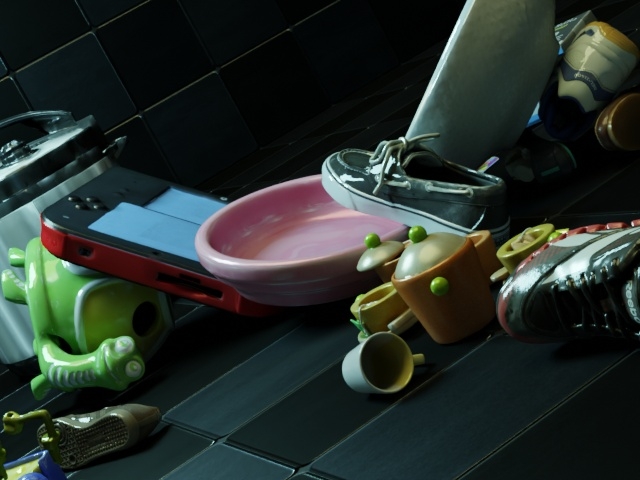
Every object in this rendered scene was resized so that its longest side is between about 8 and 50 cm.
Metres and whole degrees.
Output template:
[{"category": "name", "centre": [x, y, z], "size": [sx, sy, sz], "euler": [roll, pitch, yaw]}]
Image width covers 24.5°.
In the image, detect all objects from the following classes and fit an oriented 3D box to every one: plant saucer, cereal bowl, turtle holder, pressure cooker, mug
[{"category": "plant saucer", "centre": [0.000, 0.000, 1.987], "size": [0.332, 0.084, 0.332], "euler": [-11, 21, 4]}, {"category": "cereal bowl", "centre": [0.230, -0.226, 2.012], "size": [0.339, 0.141, 0.339], "euler": [-156, 90, -89]}, {"category": "turtle holder", "centre": [-0.340, 0.099, 2.196], "size": [0.227, 0.243, 0.320], "euler": [-12, 0, -4]}, {"category": "pressure cooker", "centre": [-0.490, -0.017, 2.629], "size": [0.375, 0.420, 0.370], "euler": [-25, 12, 22]}, {"category": "mug", "centre": [0.060, 0.133, 1.510], "size": [0.064, 0.078, 0.062], "euler": [-28, 39, 61]}]

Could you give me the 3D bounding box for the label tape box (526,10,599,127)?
[{"category": "label tape box", "centre": [0.365, -0.289, 2.541], "size": [0.249, 0.115, 0.348], "euler": [-23, 14, 29]}]

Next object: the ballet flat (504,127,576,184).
[{"category": "ballet flat", "centre": [0.288, -0.111, 2.015], "size": [0.074, 0.074, 0.203], "euler": [-29, 13, -1]}]

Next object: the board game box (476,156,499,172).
[{"category": "board game box", "centre": [0.198, -0.103, 2.303], "size": [0.133, 0.033, 0.168], "euler": [-18, 15, 46]}]

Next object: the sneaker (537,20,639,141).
[{"category": "sneaker", "centre": [0.336, -0.189, 2.018], "size": [0.131, 0.112, 0.296], "euler": [-53, -9, -15]}]

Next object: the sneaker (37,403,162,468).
[{"category": "sneaker", "centre": [-0.276, 0.244, 1.853], "size": [0.188, 0.066, 0.071], "euler": [-13, 2, 40]}]

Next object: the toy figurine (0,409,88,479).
[{"category": "toy figurine", "centre": [-0.338, 0.260, 1.586], "size": [0.362, 0.191, 0.217], "euler": [-23, 7, 24]}]

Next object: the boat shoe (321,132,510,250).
[{"category": "boat shoe", "centre": [0.115, -0.080, 1.866], "size": [0.113, 0.105, 0.306], "euler": [-20, 31, -31]}]

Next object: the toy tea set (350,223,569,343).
[{"category": "toy tea set", "centre": [0.118, 0.022, 1.657], "size": [0.200, 0.124, 0.336], "euler": [-34, 12, -28]}]

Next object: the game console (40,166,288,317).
[{"category": "game console", "centre": [-0.193, -0.010, 2.197], "size": [0.386, 0.060, 0.342], "euler": [17, 24, 9]}]

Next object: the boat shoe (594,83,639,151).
[{"category": "boat shoe", "centre": [0.412, -0.162, 1.929], "size": [0.073, 0.073, 0.207], "euler": [-12, 11, 44]}]

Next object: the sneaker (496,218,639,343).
[{"category": "sneaker", "centre": [0.260, 0.039, 1.277], "size": [0.276, 0.097, 0.135], "euler": [-20, 11, 34]}]
